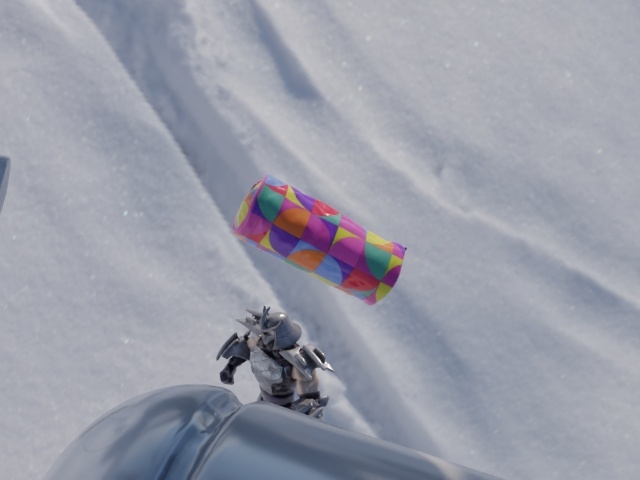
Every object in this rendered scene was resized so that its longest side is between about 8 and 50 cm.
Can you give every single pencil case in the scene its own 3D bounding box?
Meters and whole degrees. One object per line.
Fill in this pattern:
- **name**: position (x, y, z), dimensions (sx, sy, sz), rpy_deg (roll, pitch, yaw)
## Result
- **pencil case**: position (0.000, 0.000, 1.462), dimensions (0.236, 0.104, 0.104), rpy_deg (28, 51, -14)

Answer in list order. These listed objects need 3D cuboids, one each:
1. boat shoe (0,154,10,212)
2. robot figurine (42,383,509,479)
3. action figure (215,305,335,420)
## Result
- **boat shoe**: position (-0.313, -0.011, 0.971), dimensions (0.040, 0.049, 0.142), rpy_deg (18, 89, -9)
- **robot figurine**: position (-0.011, 0.196, 0.571), dimensions (0.354, 0.300, 0.199), rpy_deg (16, 84, 13)
- **action figure**: position (-0.054, 0.202, 1.329), dimensions (0.099, 0.285, 0.185), rpy_deg (-14, 31, -21)
